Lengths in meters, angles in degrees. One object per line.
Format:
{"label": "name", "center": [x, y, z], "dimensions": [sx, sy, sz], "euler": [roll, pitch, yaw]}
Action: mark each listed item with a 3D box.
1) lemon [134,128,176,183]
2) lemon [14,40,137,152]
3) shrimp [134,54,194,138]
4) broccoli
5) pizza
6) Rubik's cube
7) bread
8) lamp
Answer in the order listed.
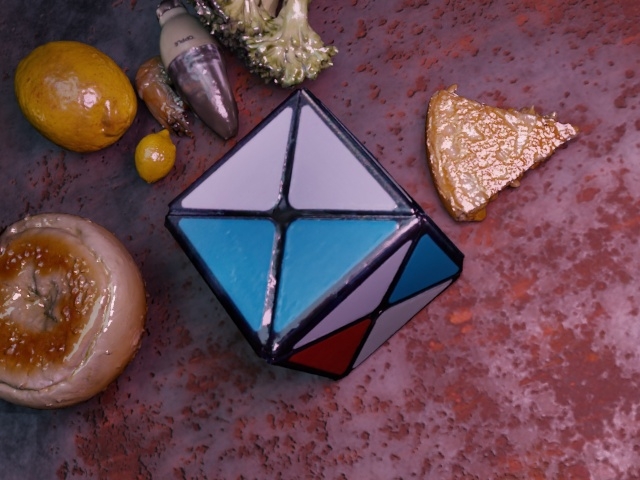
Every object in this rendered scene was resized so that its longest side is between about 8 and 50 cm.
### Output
{"label": "lemon", "center": [-0.260, -0.134, 1.228], "dimensions": [0.065, 0.065, 0.092], "euler": [14, 80, 24]}
{"label": "lemon", "center": [-0.394, -0.231, 1.255], "dimensions": [0.207, 0.170, 0.170], "euler": [42, 92, 23]}
{"label": "shrimp", "center": [-0.241, -0.236, 1.272], "dimensions": [0.099, 0.041, 0.180], "euler": [-27, 64, -5]}
{"label": "broccoli", "center": [-0.051, -0.475, 1.167], "dimensions": [0.353, 0.275, 0.397], "euler": [40, 99, -17]}
{"label": "pizza", "center": [0.241, -0.124, 1.034], "dimensions": [0.199, 0.062, 0.188], "euler": [-8, 83, 13]}
{"label": "Rubik's cube", "center": [0.000, 0.000, 0.982], "dimensions": [0.248, 0.250, 0.246], "euler": [-44, 64, 6]}
{"label": "bread", "center": [-0.388, 0.103, 1.150], "dimensions": [0.306, 0.159, 0.305], "euler": [-5, 76, 20]}
{"label": "lamp", "center": [-0.191, -0.270, 1.218], "dimensions": [0.101, 0.101, 0.250], "euler": [-29, 76, 11]}
